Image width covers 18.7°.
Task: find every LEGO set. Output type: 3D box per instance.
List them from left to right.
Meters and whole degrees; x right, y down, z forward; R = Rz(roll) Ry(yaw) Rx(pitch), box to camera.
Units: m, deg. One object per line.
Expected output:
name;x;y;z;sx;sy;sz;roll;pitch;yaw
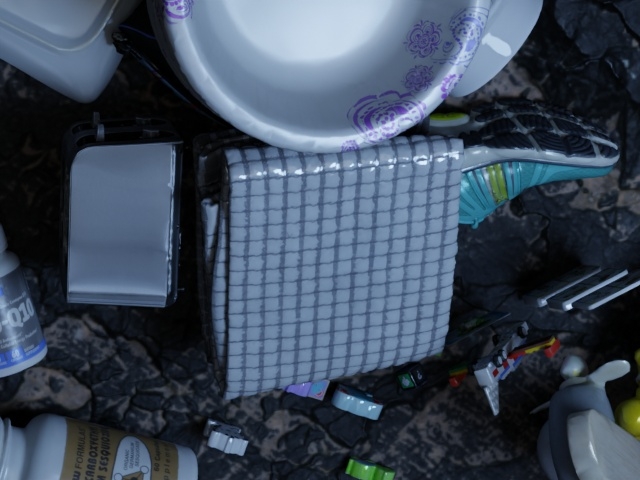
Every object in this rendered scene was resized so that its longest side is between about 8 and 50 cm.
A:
LEGO set;0.199;0.098;1.908;0.244;0.182;0.060;-26;98;-14

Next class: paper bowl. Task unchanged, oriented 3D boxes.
paper bowl;-0.008;-0.223;1.644;0.284;0.148;0.284;-3;102;-14

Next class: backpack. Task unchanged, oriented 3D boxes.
backpack;-0.081;-0.172;1.814;0.173;0.158;0.117;41;78;-37

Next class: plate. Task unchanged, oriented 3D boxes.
plate;-0.259;-0.298;1.787;0.278;0.045;0.277;28;97;-22

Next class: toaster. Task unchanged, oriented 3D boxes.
toaster;-0.187;-0.023;1.821;0.110;0.168;0.186;1;103;-10

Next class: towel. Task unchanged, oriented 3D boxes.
towel;0.000;0.000;1.808;0.235;0.121;0.284;-9;130;-11

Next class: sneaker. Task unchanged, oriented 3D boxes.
sneaker;0.160;-0.072;1.934;0.275;0.107;0.110;-6;125;-6

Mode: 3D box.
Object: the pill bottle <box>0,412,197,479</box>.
pill bottle;-0.246;0.240;1.890;0.229;0.131;0.131;15;100;-16

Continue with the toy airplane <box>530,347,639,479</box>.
toy airplane;0.336;0.247;1.907;0.272;0.384;0.386;8;121;31

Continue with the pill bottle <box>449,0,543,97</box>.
pill bottle;0.062;-0.271;1.814;0.283;0.160;0.160;39;93;-18

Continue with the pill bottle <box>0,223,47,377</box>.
pill bottle;-0.317;0.056;1.856;0.078;0.078;0.137;-18;107;-8

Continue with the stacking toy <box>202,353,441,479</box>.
stacking toy;0.003;0.151;1.965;0.221;0.052;0.167;17;100;-17
